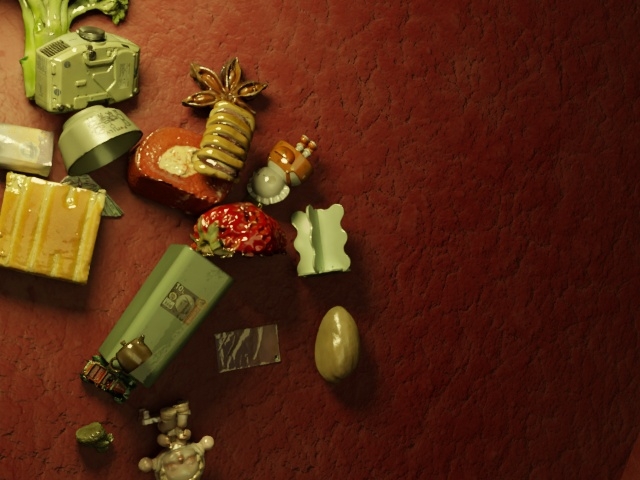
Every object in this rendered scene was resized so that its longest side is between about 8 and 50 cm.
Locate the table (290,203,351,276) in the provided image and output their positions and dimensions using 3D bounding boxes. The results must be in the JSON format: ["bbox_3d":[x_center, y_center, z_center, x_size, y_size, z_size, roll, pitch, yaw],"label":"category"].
[{"bbox_3d":[0.000,0.000,2.047,0.167,0.166,0.198,-4,82,-26],"label":"table"}]

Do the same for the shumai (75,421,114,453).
[{"bbox_3d":[-0.576,0.513,1.801,0.083,0.082,0.080,-11,106,15],"label":"shumai"}]

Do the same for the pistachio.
[{"bbox_3d":[0.051,0.307,2.079,0.136,0.136,0.225,5,80,-25],"label":"pistachio"}]

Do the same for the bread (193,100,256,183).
[{"bbox_3d":[-0.242,-0.251,1.834,0.134,0.081,0.225,26,61,-30],"label":"bread"}]

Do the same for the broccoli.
[{"bbox_3d":[-0.694,-0.571,1.703,0.353,0.275,0.397,34,89,-16],"label":"broccoli"}]

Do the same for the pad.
[{"bbox_3d":[-0.208,0.306,2.015,0.188,0.006,0.113,-7,93,-24],"label":"pad"}]

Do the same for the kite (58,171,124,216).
[{"bbox_3d":[-0.625,-0.066,1.819,0.229,0.012,0.249,-3,91,-22],"label":"kite"}]

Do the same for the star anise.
[{"bbox_3d":[-0.275,-0.411,1.953,0.220,0.099,0.214,26,64,-18],"label":"star anise"}]

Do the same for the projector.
[{"bbox_3d":[-0.560,-0.420,1.728,0.270,0.088,0.193,-27,139,-48],"label":"projector"}]

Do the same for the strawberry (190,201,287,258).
[{"bbox_3d":[-0.198,-0.028,1.886,0.280,0.253,0.150,-2,93,-28],"label":"strawberry"}]

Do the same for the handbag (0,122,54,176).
[{"bbox_3d":[-0.741,-0.226,1.715,0.173,0.095,0.117,7,57,-25],"label":"handbag"}]

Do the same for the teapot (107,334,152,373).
[{"bbox_3d":[-0.447,0.265,1.642,0.121,0.076,0.068,-35,96,13],"label":"teapot"}]

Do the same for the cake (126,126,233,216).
[{"bbox_3d":[-0.368,-0.187,1.874,0.283,0.151,0.176,22,66,-23],"label":"cake"}]

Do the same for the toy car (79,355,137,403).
[{"bbox_3d":[-0.547,0.362,1.824,0.143,0.054,0.073,40,74,-19],"label":"toy car"}]

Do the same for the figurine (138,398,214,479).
[{"bbox_3d":[-0.389,0.555,1.860,0.182,0.145,0.256,-10,91,-46],"label":"figurine"}]

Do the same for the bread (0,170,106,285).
[{"bbox_3d":[-0.670,-0.032,1.735,0.239,0.111,0.246,15,86,-23],"label":"bread"}]

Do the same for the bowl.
[{"bbox_3d":[-0.562,-0.260,1.756,0.211,0.211,0.112,-32,92,-23],"label":"bowl"}]

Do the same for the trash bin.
[{"bbox_3d":[-0.398,0.192,1.809,0.158,0.223,0.343,38,75,-20],"label":"trash bin"}]

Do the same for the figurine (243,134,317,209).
[{"bbox_3d":[-0.116,-0.185,2.012,0.143,0.143,0.271,34,95,-21],"label":"figurine"}]
